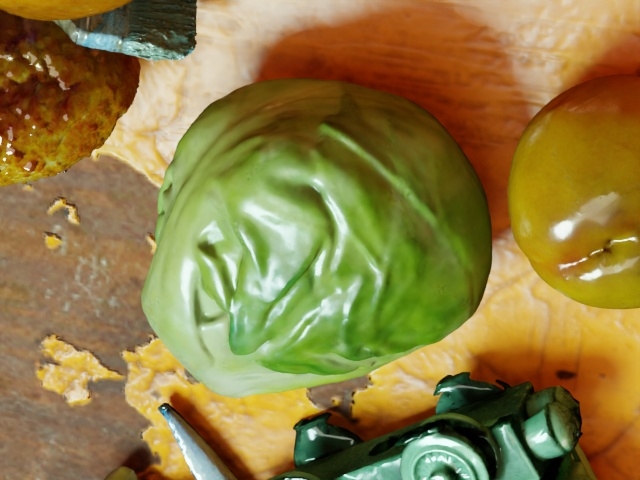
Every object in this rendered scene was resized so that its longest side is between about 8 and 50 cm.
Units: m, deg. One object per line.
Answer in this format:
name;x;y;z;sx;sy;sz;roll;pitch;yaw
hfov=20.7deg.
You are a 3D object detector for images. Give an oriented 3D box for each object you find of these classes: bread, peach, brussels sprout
bread;-0.248;-0.108;1.090;0.268;0.139;0.095;11;161;-9
peach;0.173;-0.024;1.022;0.138;0.138;0.138;7;119;14
brussels sprout;0.000;0.000;1.077;0.223;0.161;0.223;1;137;1

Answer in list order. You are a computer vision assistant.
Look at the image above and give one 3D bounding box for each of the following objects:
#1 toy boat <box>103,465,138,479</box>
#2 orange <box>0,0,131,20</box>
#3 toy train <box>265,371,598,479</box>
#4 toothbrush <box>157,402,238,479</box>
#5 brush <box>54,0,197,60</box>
toy boat;-0.069;0.298;1.285;0.115;0.089;0.310;-19;109;40
orange;-0.153;-0.235;0.985;0.224;0.170;0.224;15;125;23
toy train;0.064;0.186;1.174;0.269;0.115;0.154;-23;103;25
toothbrush;0.005;0.278;1.289;0.042;0.035;0.413;-35;104;8
brush;-0.170;-0.150;1.061;0.196;0.070;0.021;10;140;-16
